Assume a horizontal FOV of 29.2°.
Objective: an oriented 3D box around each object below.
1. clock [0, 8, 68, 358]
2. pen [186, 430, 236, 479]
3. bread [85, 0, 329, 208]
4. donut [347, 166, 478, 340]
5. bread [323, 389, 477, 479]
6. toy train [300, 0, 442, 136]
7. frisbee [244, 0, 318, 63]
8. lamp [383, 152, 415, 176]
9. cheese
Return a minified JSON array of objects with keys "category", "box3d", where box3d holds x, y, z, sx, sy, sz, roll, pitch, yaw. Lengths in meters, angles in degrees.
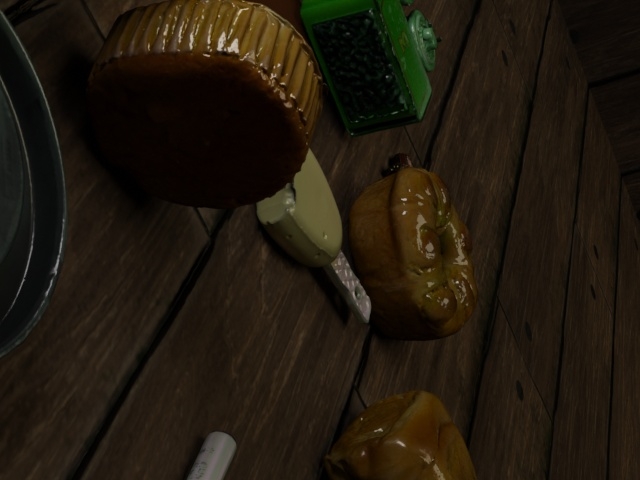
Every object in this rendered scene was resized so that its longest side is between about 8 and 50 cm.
[{"category":"clock","box3d":[-0.276,-0.061,0.774,0.312,0.061,0.312,45,37,-49]},{"category":"pen","box3d":[-0.118,0.245,0.980,0.033,0.033,0.269,64,25,-23]},{"category":"bread","box3d":[-0.099,-0.111,1.039,0.199,0.199,0.104,57,33,-35]},{"category":"donut","box3d":[0.119,0.019,1.545,0.226,0.114,0.226,46,36,-48]},{"category":"bread","box3d":[0.115,0.320,1.333,0.167,0.132,0.294,-52,122,-70]},{"category":"toy train","box3d":[0.064,-0.264,1.563,0.188,0.132,0.243,-66,139,-54]},{"category":"frisbee","box3d":[-0.061,-0.244,1.423,0.251,0.021,0.251,46,35,-47]},{"category":"lamp","box3d":[0.114,-0.095,1.712,0.083,0.031,0.063,-71,141,-58]},{"category":"cheese","box3d":[0.000,0.000,1.368,0.255,0.050,0.127,58,28,-33]}]
